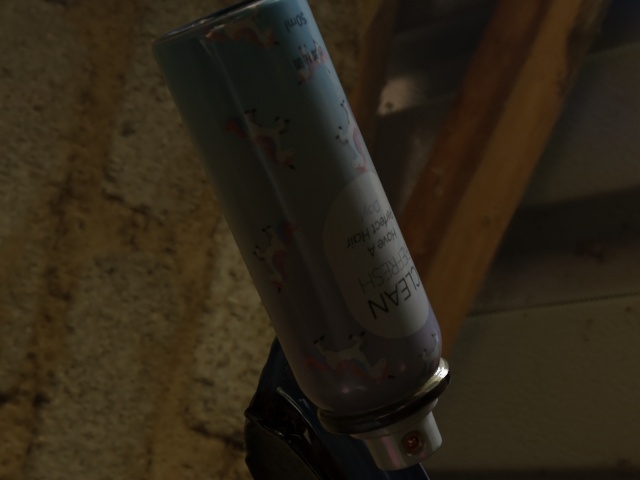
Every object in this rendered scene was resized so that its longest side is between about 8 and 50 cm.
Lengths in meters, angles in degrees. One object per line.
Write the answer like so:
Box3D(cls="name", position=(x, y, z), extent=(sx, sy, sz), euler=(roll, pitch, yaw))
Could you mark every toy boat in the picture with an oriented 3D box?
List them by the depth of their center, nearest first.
Box3D(cls="toy boat", position=(0.040, 0.184, 1.018), extent=(0.129, 0.309, 0.142), euler=(-2, -145, 46))

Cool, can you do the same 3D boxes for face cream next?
Box3D(cls="face cream", position=(0.000, 0.000, 0.601), extent=(0.075, 0.229, 0.075), euler=(-22, -166, 6))
